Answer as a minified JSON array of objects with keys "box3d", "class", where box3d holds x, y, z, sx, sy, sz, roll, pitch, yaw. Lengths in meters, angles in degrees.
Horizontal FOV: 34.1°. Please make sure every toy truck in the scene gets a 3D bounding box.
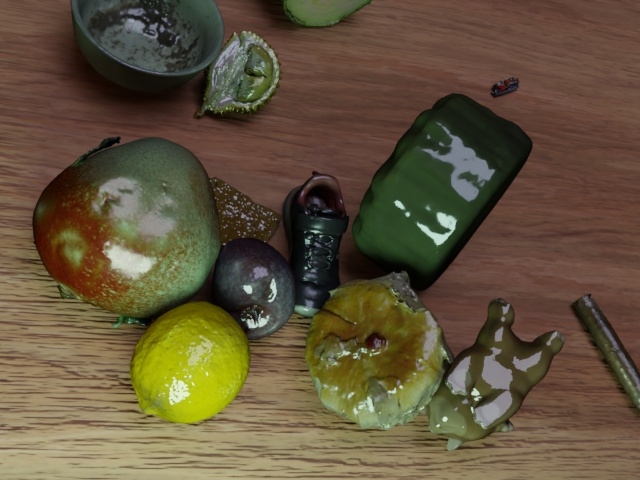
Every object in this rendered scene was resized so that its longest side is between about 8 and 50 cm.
[{"box3d":[0.419,-0.349,2.365,0.083,0.024,0.032,-20,97,-37],"class":"toy truck"}]

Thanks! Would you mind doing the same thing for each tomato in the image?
[{"box3d":[-0.302,-0.031,1.667,0.303,0.239,0.303,13,48,-15],"class":"tomato"}]

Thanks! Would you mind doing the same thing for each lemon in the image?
[{"box3d":[-0.202,0.189,1.612,0.193,0.180,0.180,-22,68,-17],"class":"lemon"}]

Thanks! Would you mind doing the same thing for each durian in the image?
[{"box3d":[-0.163,-0.298,2.023,0.146,0.102,0.208,42,74,10],"class":"durian"}]

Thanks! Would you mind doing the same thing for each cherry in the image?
[{"box3d":[-0.112,0.077,1.738,0.140,0.176,0.176,-11,60,-2],"class":"cherry"}]

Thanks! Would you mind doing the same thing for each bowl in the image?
[{"box3d":[-0.338,-0.381,1.958,0.289,0.146,0.289,13,54,-19],"class":"bowl"}]

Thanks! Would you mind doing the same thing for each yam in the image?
[{"box3d":[0.575,0.222,2.029,0.046,0.046,0.264,-12,63,-31],"class":"yam"}]

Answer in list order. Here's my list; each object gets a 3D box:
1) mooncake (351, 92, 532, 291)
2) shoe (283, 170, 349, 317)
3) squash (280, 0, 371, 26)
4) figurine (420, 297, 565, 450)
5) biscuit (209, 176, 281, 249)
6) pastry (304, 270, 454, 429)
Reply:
[{"box3d":[0.210,-0.089,1.878,0.194,0.356,0.356,39,50,9],"class":"mooncake"},{"box3d":[0.000,0.000,1.857,0.114,0.137,0.291,10,57,-18],"class":"shoe"},{"box3d":[-0.046,-0.673,2.220,0.263,0.263,0.384,-16,66,-32],"class":"squash"},{"box3d":[0.276,0.245,1.794,0.177,0.173,0.247,30,65,1],"class":"figurine"},{"box3d":[-0.196,-0.055,1.876,0.237,0.026,0.131,30,49,-2],"class":"biscuit"},{"box3d":[0.086,0.181,1.722,0.236,0.121,0.257,-33,65,3],"class":"pastry"}]
